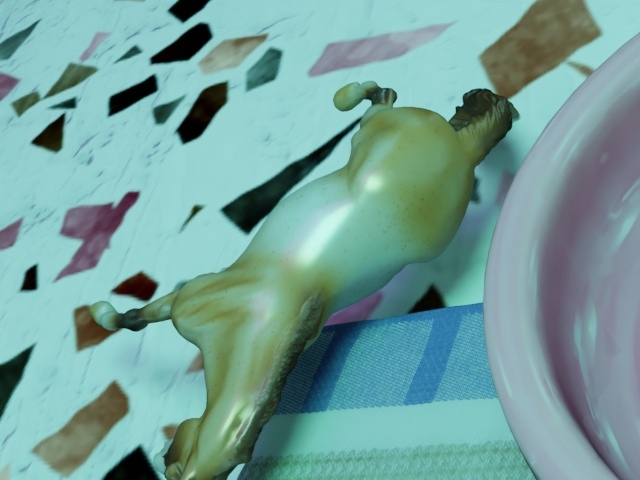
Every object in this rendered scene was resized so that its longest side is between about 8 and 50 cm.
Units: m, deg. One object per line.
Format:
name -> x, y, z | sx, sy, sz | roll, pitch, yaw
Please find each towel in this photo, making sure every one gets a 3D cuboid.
towel -> 0.036, 0.135, 0.653 | 0.209, 0.034, 0.285 | -9, 41, 33

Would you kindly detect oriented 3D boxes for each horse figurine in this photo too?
horse figurine -> 0.000, 0.000, 0.777 | 0.263, 0.066, 0.174 | -40, 21, -12

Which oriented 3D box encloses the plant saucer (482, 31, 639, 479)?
plant saucer -> 0.225, 0.017, 0.570 | 0.332, 0.084, 0.332 | -14, 42, 13
